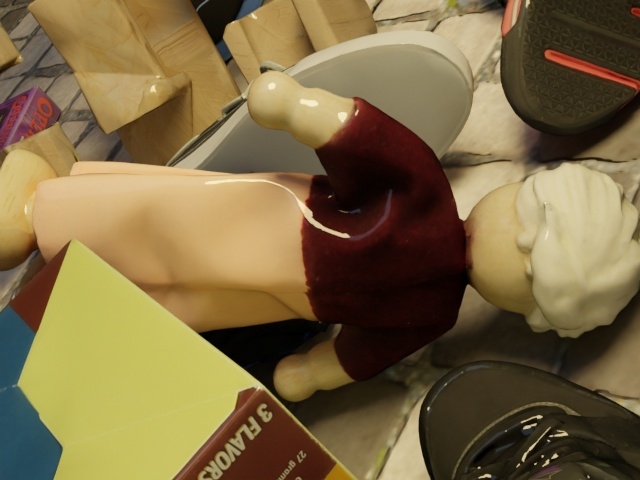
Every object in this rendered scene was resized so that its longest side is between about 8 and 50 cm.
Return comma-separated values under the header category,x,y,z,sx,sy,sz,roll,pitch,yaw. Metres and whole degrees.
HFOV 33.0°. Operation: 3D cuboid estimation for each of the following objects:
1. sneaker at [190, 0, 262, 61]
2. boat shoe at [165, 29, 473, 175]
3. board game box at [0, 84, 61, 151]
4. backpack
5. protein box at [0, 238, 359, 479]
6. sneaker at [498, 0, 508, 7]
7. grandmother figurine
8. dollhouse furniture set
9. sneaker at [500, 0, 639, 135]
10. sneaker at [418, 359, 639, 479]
category,x,y,z,sx,sy,sz,roll,pitch,yaw
sneaker,-0.102,-0.279,1.102,0.081,0.090,0.232,-18,40,29
boat shoe,-0.019,-0.069,0.771,0.306,0.113,0.105,-35,25,37
board game box,-0.408,-0.004,1.130,0.208,0.056,0.347,-22,38,32
backpack,-0.056,0.035,0.704,0.120,0.098,0.101,-31,6,14
protein box,-0.062,0.135,0.495,0.136,0.201,0.200,-47,35,-11
sneaker,0.152,-0.250,0.858,0.089,0.051,0.170,-37,31,14
grandmother figurine,0.000,0.000,0.580,0.342,0.208,0.104,1,48,9
dollhouse furniture set,-0.190,-0.260,0.952,0.362,0.394,0.256,-25,10,21
sneaker,0.188,-0.192,0.739,0.136,0.116,0.314,130,162,-67
sneaker,0.109,0.111,0.428,0.107,0.124,0.283,-41,34,-1
